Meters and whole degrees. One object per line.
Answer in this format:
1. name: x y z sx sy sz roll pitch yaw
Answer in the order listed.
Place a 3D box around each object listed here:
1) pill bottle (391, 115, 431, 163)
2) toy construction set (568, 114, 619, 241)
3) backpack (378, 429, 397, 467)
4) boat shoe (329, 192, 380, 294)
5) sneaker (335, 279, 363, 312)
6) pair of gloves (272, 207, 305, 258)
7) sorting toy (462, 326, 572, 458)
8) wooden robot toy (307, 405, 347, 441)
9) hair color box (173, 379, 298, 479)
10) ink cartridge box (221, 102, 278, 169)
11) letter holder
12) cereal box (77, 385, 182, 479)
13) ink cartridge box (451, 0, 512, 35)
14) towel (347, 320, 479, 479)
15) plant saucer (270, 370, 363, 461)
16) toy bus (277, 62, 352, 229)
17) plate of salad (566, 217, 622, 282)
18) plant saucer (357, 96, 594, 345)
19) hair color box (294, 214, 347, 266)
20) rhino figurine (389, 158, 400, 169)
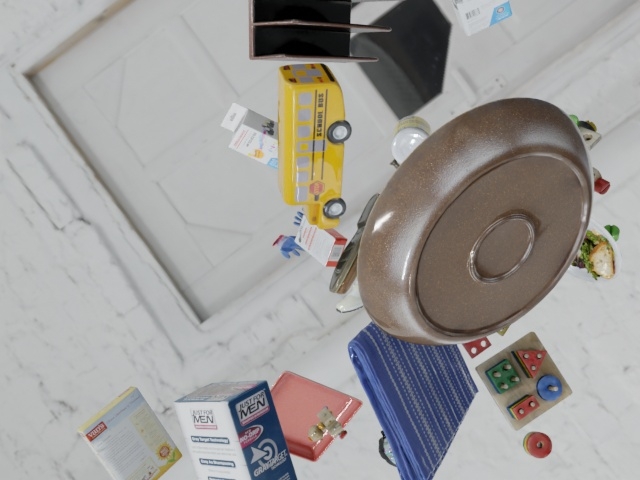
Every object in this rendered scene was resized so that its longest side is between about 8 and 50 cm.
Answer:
1. pill bottle: 0.239 -0.266 1.731 0.103 0.103 0.184 53 -159 -16
2. toy construction set: 0.531 -0.124 1.443 0.237 0.258 0.308 71 -179 -47
3. backpack: 0.275 0.602 1.930 0.152 0.182 0.115 24 -129 -30
4. boat shoe: 0.132 0.024 1.821 0.105 0.307 0.111 30 172 -13
5. sneaker: 0.086 0.067 1.184 0.075 0.161 0.057 59 169 2
6. pair of gloves: -0.061 -0.025 2.102 0.023 0.198 0.159 45 -170 30
7. sorting toy: 0.368 0.245 1.199 0.274 0.132 0.046 59 170 7
8. wooden robot toy: 0.009 0.429 1.492 0.076 0.079 0.173 47 169 18
9. hair color box: -0.135 0.439 1.222 0.105 0.174 0.346 -20 -85 -47
10. ink cartridge box: -0.163 -0.264 1.696 0.182 0.104 0.061 24 -127 -16
11. letter holder: 0.025 -0.470 1.457 0.215 0.302 0.151 15 110 45
12. cereal box: -0.489 0.525 1.721 0.047 0.173 0.240 -8 115 52
13. ink cartridge box: 0.323 -0.537 1.389 0.060 0.104 0.180 -102 -15 -52
14. towel: 0.159 0.217 1.085 0.336 0.040 0.243 -26 -88 -61
15. plant saucer: -0.057 0.482 1.851 0.259 0.258 0.047 26 -158 -20
16. toy bus: -0.017 -0.181 1.345 0.108 0.130 0.332 -113 21 -51
17. plate of salad: 0.510 0.014 1.344 0.200 0.048 0.199 40 158 20
18. plant saucer: 0.186 0.000 0.724 0.310 0.311 0.050 52 178 -41
19. hair color box: 0.000 0.000 1.954 0.054 0.093 0.167 3 -155 -41
20. rhino figurine: 0.300 -0.243 2.121 0.106 0.073 0.243 49 -154 1
